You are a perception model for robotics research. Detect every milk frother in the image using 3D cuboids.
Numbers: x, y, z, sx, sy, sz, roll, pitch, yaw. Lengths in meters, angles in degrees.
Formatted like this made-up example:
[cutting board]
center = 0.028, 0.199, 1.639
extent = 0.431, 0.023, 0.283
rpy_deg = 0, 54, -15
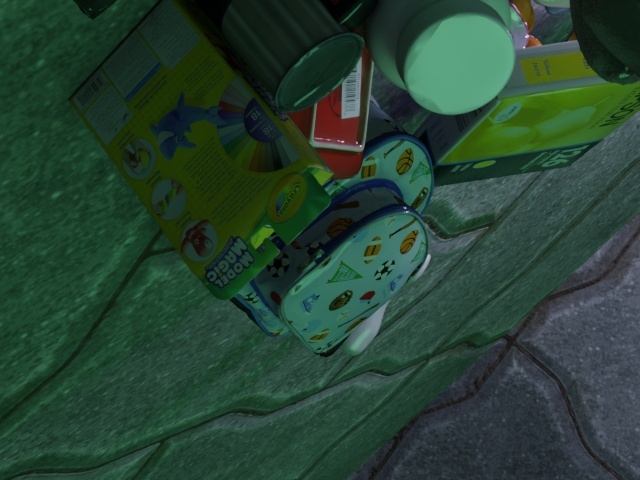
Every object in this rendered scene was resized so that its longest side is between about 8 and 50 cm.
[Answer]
[milk frother]
center = -0.042, -0.187, 0.880
extent = 0.129, 0.135, 0.143
rpy_deg = -48, 159, 26

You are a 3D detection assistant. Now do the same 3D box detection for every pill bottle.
[pill bottle]
center = 0.086, -0.191, 0.963
extent = 0.117, 0.208, 0.118
rpy_deg = -5, 127, -7

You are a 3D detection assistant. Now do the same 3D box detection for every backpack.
[backpack]
center = -0.003, -0.029, 1.254
extent = 0.263, 0.213, 0.276
rpy_deg = -47, 160, -6

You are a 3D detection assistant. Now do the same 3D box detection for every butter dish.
[butter dish]
center = -0.029, -0.140, 1.072
extent = 0.160, 0.118, 0.160
rpy_deg = -2, 99, -60

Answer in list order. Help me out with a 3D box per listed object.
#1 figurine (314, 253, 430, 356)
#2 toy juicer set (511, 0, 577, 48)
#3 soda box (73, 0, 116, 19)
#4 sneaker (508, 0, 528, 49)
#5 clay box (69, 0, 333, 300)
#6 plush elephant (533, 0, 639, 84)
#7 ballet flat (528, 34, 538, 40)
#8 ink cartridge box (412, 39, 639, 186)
[figurine]
center = 0.075, 0.080, 1.844
extent = 0.209, 0.092, 0.215
rpy_deg = -46, 162, 12
[toy juicer set]
center = 0.271, -0.305, 1.303
extent = 0.209, 0.089, 0.329
rpy_deg = -14, 137, -17
[soda box]
center = -0.110, -0.226, 0.787
extent = 0.169, 0.053, 0.060
rpy_deg = -38, 162, 0
[sneaker]
center = 0.129, -0.230, 1.182
extent = 0.111, 0.103, 0.252
rpy_deg = -36, 156, 7
[clay box]
center = -0.088, -0.071, 0.932
extent = 0.127, 0.222, 0.053
rpy_deg = -43, 162, 16
[plush elephant]
center = 0.314, -0.296, 1.093
extent = 0.255, 0.330, 0.272
rpy_deg = -41, 158, -53
[ballet flat]
center = 0.250, -0.225, 1.486
extent = 0.070, 0.070, 0.188
rpy_deg = -39, 162, 4
[ink cartridge box]
center = 0.275, -0.146, 1.339
extent = 0.307, 0.072, 0.303
rpy_deg = -8, 166, -15
